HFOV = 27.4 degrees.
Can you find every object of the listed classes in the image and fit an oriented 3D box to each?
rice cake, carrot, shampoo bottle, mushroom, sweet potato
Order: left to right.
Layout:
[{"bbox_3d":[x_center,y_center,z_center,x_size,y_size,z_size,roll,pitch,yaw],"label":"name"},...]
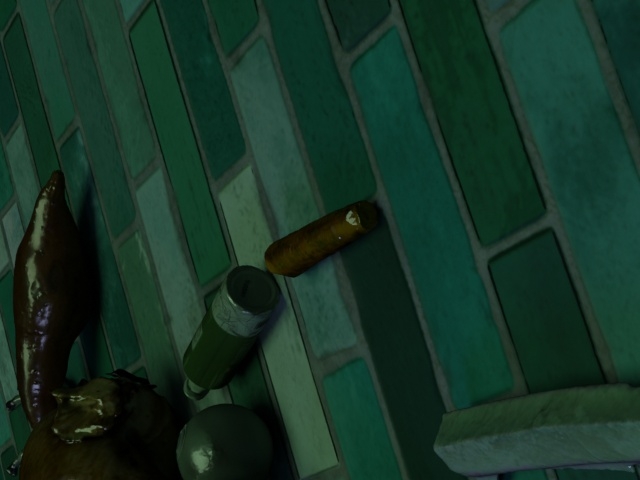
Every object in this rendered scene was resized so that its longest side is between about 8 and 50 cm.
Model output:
[{"bbox_3d":[-0.357,0.076,1.750,0.112,0.112,0.359,31,120,51],"label":"sweet potato"},{"bbox_3d":[-0.254,0.299,1.560,0.263,0.195,0.283,7,104,63],"label":"mushroom"},{"bbox_3d":[-0.103,0.106,1.396,0.065,0.065,0.204,63,145,26],"label":"shampoo bottle"},{"bbox_3d":[0.000,0.000,1.220,0.170,0.042,0.042,-28,74,54],"label":"carrot"},{"bbox_3d":[0.185,0.146,0.959,0.081,0.051,0.290,48,150,-11],"label":"rice cake"}]

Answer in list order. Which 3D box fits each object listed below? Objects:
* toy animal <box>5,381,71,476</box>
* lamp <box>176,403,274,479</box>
[{"bbox_3d":[-0.367,0.257,1.830,0.176,0.073,0.217,-45,36,18],"label":"toy animal"},{"bbox_3d":[-0.100,0.222,1.375,0.105,0.105,0.105,22,116,54],"label":"lamp"}]
